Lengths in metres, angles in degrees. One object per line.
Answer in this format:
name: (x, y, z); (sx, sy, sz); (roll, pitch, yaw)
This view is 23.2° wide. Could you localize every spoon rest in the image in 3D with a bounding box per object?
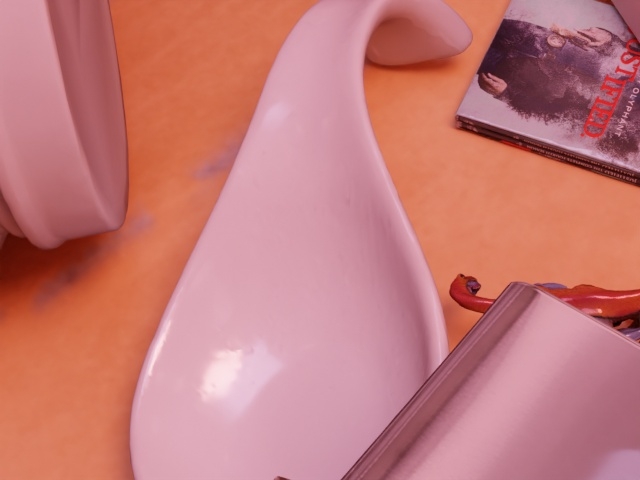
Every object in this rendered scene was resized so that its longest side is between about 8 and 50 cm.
spoon rest: (0.000, 0.000, 0.632); (0.137, 0.084, 0.276); (-6, 53, 28)

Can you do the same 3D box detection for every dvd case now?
dvd case: (0.132, -0.069, 0.710); (0.119, 0.013, 0.087); (21, 63, 15)

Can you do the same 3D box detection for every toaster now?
toaster: (0.093, 0.116, 0.503); (0.168, 0.186, 0.110); (32, 71, 23)

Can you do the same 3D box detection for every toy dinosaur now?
toy dinosaur: (0.097, 0.023, 0.629); (0.082, 0.090, 0.047); (19, 40, -19)

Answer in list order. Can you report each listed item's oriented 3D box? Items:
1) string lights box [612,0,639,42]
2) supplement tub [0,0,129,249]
string lights box: (0.250, -0.179, 0.719); (0.259, 0.077, 0.133); (-19, 58, -9)
supplement tub: (-0.259, -0.077, 0.622); (0.331, 0.241, 0.241); (-9, 58, 0)
